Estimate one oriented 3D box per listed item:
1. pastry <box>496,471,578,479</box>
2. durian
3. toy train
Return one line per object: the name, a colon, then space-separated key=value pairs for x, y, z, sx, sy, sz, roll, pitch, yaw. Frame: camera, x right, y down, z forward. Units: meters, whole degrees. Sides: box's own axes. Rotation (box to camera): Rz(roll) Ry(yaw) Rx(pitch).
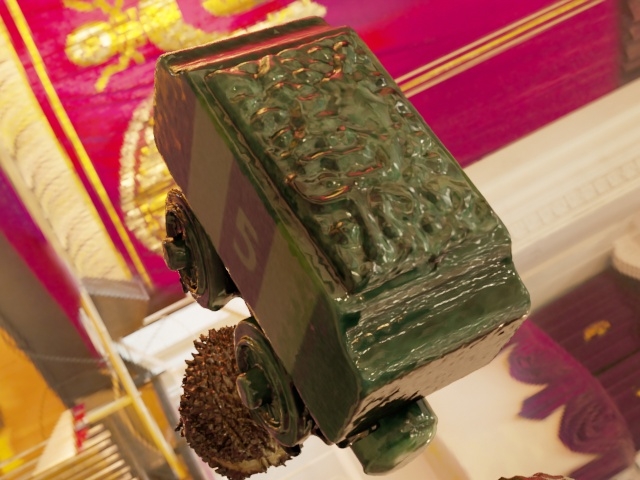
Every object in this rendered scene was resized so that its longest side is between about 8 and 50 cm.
pastry: x=0.078 y=0.234 z=0.357 sx=0.136 sy=0.329 sz=0.329 roll=67 pitch=-12 yaw=-20
durian: x=-0.098 y=0.192 z=1.059 sx=0.196 sy=0.166 sz=0.196 roll=179 pitch=-90 yaw=-72
toy train: x=0.000 y=0.000 z=0.580 sx=0.299 sy=0.166 sz=0.238 roll=56 pitch=-27 yaw=22
